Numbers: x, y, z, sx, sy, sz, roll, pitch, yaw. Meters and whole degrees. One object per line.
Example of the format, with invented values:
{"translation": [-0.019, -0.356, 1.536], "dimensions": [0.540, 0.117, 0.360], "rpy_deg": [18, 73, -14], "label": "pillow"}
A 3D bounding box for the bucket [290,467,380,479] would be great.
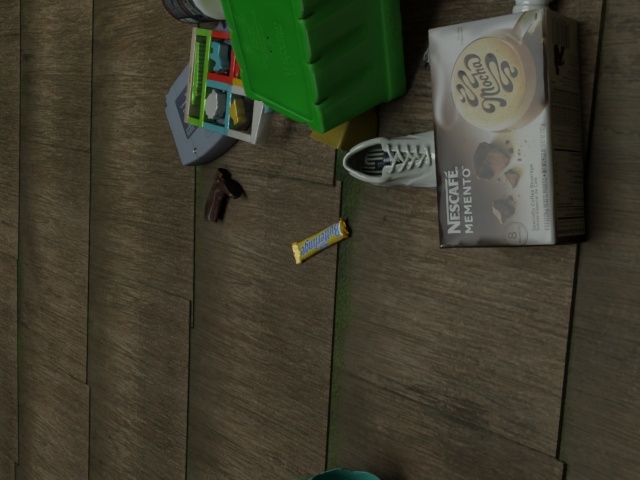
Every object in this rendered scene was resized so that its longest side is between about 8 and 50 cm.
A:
{"translation": [0.009, 0.508, 1.490], "dimensions": [0.183, 0.281, 0.281], "rpy_deg": [-33, 68, 56], "label": "bucket"}

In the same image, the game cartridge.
{"translation": [-0.214, -0.285, 1.866], "dimensions": [0.297, 0.062, 0.198], "rpy_deg": [-40, 67, 45], "label": "game cartridge"}

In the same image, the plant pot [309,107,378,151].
{"translation": [0.046, -0.193, 1.532], "dimensions": [0.081, 0.081, 0.083], "rpy_deg": [29, 105, 46], "label": "plant pot"}

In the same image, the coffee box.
{"translation": [0.248, -0.139, 1.227], "dimensions": [0.168, 0.119, 0.297], "rpy_deg": [-1, 92, 36], "label": "coffee box"}

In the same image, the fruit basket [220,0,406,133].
{"translation": [0.020, -0.407, 1.413], "dimensions": [0.283, 0.392, 0.392], "rpy_deg": [29, 117, 27], "label": "fruit basket"}

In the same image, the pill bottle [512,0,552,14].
{"translation": [0.285, -0.354, 1.230], "dimensions": [0.067, 0.067, 0.120], "rpy_deg": [15, 105, 50], "label": "pill bottle"}

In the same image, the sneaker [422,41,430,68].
{"translation": [0.178, -0.262, 1.397], "dimensions": [0.069, 0.038, 0.098], "rpy_deg": [-5, 80, 53], "label": "sneaker"}

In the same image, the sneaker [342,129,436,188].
{"translation": [0.139, -0.119, 1.409], "dimensions": [0.258, 0.091, 0.094], "rpy_deg": [-8, 86, 49], "label": "sneaker"}

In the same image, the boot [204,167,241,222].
{"translation": [-0.202, -0.074, 1.879], "dimensions": [0.114, 0.037, 0.106], "rpy_deg": [-65, 34, 26], "label": "boot"}

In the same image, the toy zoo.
{"translation": [-0.160, -0.291, 1.734], "dimensions": [0.293, 0.030, 0.192], "rpy_deg": [21, 109, 48], "label": "toy zoo"}

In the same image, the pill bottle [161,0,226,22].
{"translation": [-0.233, -0.487, 1.792], "dimensions": [0.246, 0.130, 0.130], "rpy_deg": [21, 110, 61], "label": "pill bottle"}

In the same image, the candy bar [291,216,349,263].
{"translation": [0.000, 0.000, 1.652], "dimensions": [0.161, 0.018, 0.040], "rpy_deg": [-28, 72, 49], "label": "candy bar"}
